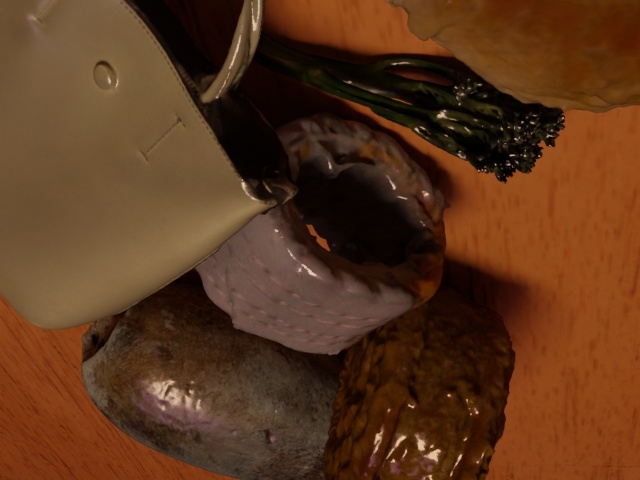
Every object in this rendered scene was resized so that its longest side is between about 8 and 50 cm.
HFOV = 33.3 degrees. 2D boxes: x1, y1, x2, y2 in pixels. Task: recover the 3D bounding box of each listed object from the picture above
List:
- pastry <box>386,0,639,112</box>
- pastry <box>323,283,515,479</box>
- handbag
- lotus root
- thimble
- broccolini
[{"bbox_3d":[0.133,-0.176,0.397,0.330,0.136,0.329,11,147,7],"label":"pastry"},{"bbox_3d":[0.069,0.122,0.809,0.103,0.188,0.188,18,146,-6],"label":"pastry"},{"bbox_3d":[-0.138,-0.082,0.636,0.241,0.109,0.315,51,140,-2],"label":"handbag"},{"bbox_3d":[-0.056,0.148,0.944,0.322,0.140,0.158,27,144,-20],"label":"lotus root"},{"bbox_3d":[-0.002,-0.003,0.713,0.151,0.127,0.118,29,145,-21],"label":"thimble"},{"bbox_3d":[0.045,-0.095,0.631,0.201,0.074,0.058,25,110,7],"label":"broccolini"}]
